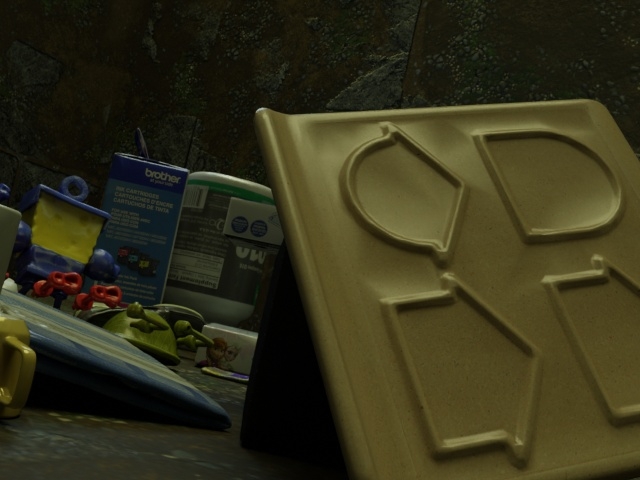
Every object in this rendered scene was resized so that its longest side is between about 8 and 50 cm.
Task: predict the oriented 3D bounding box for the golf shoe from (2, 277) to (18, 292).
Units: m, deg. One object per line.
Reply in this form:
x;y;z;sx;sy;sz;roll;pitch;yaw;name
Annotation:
-0.558;0.015;1.042;0.306;0.140;0.115;18;11;-20;golf shoe

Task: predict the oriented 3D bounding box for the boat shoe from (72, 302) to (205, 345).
-0.295;0.147;1.282;0.224;0.080;0.073;9;4;-27;boat shoe

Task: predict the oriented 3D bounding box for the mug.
-0.218;0.082;0.516;0.078;0.064;0.062;13;-7;7;mug

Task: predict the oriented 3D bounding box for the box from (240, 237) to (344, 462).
0.090;0.123;0.781;0.313;0.178;0.343;13;-7;-3;box

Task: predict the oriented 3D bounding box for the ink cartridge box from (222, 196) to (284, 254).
0.000;0.000;0.878;0.207;0.046;0.097;11;-8;4;ink cartridge box

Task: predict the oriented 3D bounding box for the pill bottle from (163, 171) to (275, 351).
-0.223;0.052;1.627;0.204;0.361;0.204;13;-6;1;pill bottle

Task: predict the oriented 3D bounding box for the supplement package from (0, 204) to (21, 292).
-0.331;0.012;0.443;0.244;0.133;0.139;12;-7;11;supplement package

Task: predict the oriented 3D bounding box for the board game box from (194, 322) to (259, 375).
-0.054;0.214;1.367;0.319;0.065;0.318;14;-7;-3;board game box

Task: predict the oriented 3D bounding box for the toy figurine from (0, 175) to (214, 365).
-0.308;0.010;1.006;0.363;0.217;0.191;25;-37;-32;toy figurine

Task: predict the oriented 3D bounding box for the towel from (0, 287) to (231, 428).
-0.226;0.100;0.715;0.209;0.034;0.285;30;-10;-34;towel

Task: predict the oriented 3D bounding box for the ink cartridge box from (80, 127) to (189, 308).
-0.365;-0.011;1.508;0.151;0.395;0.270;15;-7;-15;ink cartridge box

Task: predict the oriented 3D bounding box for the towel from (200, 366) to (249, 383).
-0.130;0.199;1.132;0.083;0.009;0.060;11;-7;16;towel

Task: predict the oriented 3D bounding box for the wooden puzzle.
0.139;0.032;0.580;0.348;0.322;0.080;-3;-34;-20;wooden puzzle
